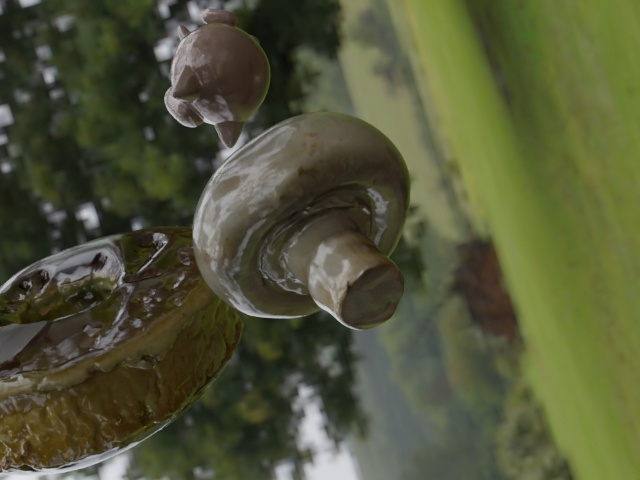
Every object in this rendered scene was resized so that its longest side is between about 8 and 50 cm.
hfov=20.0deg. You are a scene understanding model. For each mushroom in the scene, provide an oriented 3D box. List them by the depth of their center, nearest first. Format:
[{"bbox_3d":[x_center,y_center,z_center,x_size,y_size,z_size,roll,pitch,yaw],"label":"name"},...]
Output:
[{"bbox_3d":[0.004,-0.011,1.602,0.209,0.206,0.206,27,159,21],"label":"mushroom"}]

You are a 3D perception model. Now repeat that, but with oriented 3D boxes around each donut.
[{"bbox_3d":[-0.232,0.114,1.794,0.330,0.330,0.160,-107,3,-66],"label":"donut"}]

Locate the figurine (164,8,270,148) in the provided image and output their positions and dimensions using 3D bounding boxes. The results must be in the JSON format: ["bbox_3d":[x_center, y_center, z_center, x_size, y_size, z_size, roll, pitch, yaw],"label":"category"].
[{"bbox_3d":[-0.121,-0.193,2.126,0.125,0.125,0.138,73,-148,-63],"label":"figurine"}]
